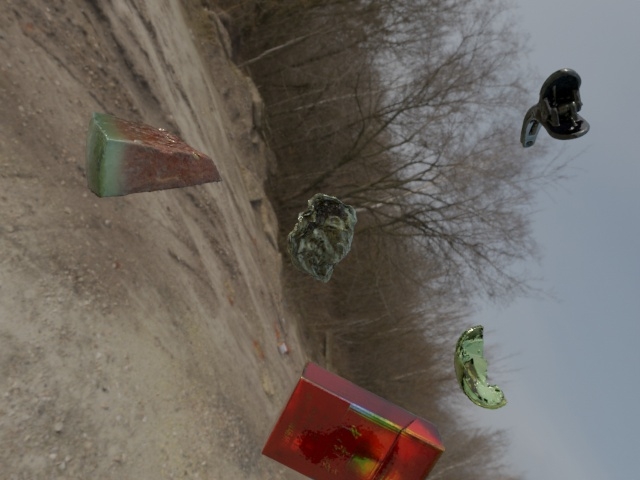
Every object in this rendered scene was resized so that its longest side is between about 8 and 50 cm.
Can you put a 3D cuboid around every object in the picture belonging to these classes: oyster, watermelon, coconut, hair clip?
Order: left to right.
[{"bbox_3d":[-0.322,-0.160,0.836,0.193,0.256,0.140,39,-60,42],"label":"watermelon"},{"bbox_3d":[0.000,0.000,0.755,0.064,0.124,0.177,-101,-149,-56],"label":"oyster"},{"bbox_3d":[0.297,0.246,0.818,0.055,0.133,0.158,-24,-113,51],"label":"coconut"},{"bbox_3d":[0.278,-0.149,0.524,0.229,0.039,0.070,-23,99,-71],"label":"hair clip"}]

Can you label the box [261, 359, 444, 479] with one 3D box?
[{"bbox_3d":[0.063,0.410,0.868,0.198,0.313,0.089,-64,179,12],"label":"box"}]
